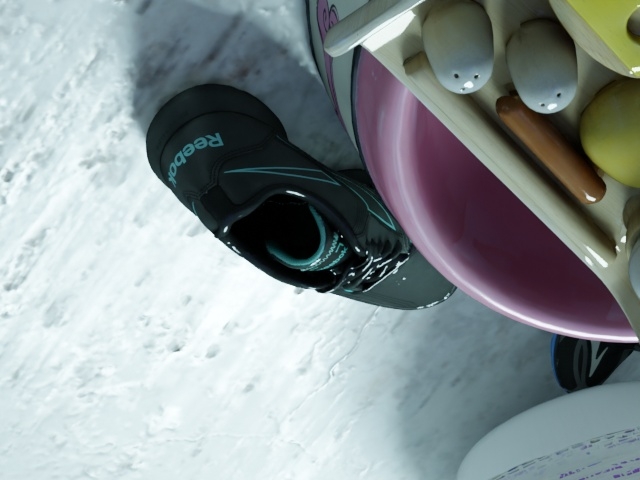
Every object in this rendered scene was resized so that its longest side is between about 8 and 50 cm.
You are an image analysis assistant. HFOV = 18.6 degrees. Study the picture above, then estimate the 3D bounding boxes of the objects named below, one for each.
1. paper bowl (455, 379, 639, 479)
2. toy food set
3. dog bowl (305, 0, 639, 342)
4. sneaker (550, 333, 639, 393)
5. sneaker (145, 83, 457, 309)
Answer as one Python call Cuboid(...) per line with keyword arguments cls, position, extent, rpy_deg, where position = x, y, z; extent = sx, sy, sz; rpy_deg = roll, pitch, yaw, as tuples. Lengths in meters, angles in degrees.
Cuboid(cls="paper bowl", position=(0.213, 0.207, 1.457), extent=(0.284, 0.148, 0.284), rpy_deg=(-14, 153, -7))
Cuboid(cls="toy food set", position=(0.180, -0.067, 1.000), extent=(0.220, 0.092, 0.306), rpy_deg=(-33, 126, 23))
Cuboid(cls="dog bowl", position=(0.196, -0.109, 1.125), extent=(0.408, 0.150, 0.408), rpy_deg=(-2, 131, -2))
Cuboid(cls="sneaker", position=(0.240, 0.048, 1.408), extent=(0.188, 0.078, 0.067), rpy_deg=(-44, 134, 19))
Cuboid(cls="sneaker", position=(0.000, 0.000, 1.237), extent=(0.267, 0.106, 0.101), rpy_deg=(26, 114, -40))
